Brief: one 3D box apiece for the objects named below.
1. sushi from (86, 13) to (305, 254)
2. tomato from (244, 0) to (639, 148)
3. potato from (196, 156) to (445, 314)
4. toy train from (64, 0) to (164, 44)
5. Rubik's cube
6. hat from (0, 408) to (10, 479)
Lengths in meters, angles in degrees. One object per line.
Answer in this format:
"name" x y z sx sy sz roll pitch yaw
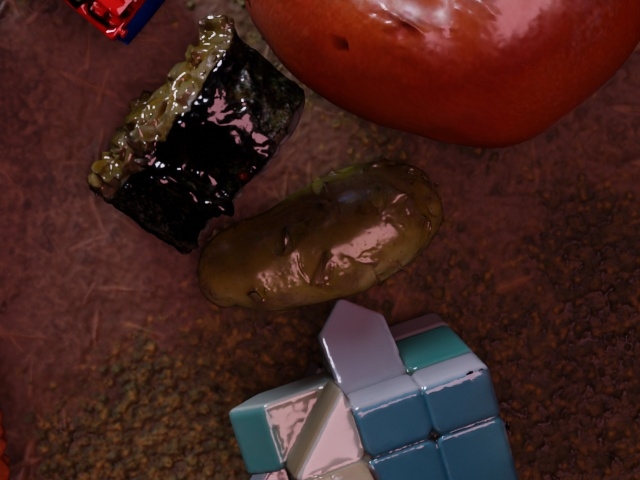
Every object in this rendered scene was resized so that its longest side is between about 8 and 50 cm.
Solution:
"sushi" -0.111 -0.072 1.463 0.115 0.212 0.147 31 54 -16
"tomato" 0.103 -0.232 1.455 0.341 0.273 0.341 -3 77 14
"potato" 0.000 0.000 1.541 0.225 0.117 0.090 -22 132 1
"toy train" -0.219 -0.254 1.479 0.204 0.131 0.083 40 94 1
"Rubik's cube" 0.045 0.184 1.511 0.213 0.224 0.265 -18 104 -5
"hat" -0.465 0.215 1.455 0.400 0.285 0.285 0 97 22
